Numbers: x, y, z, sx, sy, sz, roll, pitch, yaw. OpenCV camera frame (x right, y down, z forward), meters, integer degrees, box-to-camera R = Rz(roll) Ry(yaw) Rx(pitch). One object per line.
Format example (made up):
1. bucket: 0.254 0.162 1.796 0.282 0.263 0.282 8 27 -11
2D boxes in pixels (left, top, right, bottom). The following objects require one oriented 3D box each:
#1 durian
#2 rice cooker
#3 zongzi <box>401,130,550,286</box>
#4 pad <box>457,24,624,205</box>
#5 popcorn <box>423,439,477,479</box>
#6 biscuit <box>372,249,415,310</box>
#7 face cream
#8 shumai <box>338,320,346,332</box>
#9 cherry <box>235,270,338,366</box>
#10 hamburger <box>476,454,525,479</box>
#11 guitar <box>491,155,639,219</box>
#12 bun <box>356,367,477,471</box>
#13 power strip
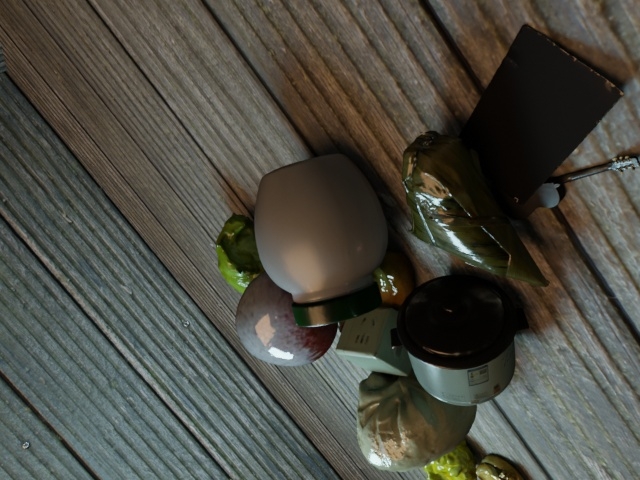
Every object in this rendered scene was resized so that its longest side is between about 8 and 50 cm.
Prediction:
1. durian: -0.227 0.090 1.620 0.255 0.204 0.340 26 144 13
2. rice cooker: 0.293 0.203 1.003 0.280 0.241 0.227 -11 130 15
3. zongzi: 0.265 -0.049 0.792 0.274 0.125 0.251 37 164 37
4. pad: 0.310 -0.177 0.717 0.163 0.004 0.243 46 149 17
5. popcorn: 0.433 0.738 1.568 0.197 0.155 0.198 16 124 25
6. biscuit: 0.137 0.105 1.248 0.274 0.091 0.213 -11 115 55
7. face cream: 0.000 0.000 1.085 0.312 0.219 0.357 -14 91 24
8. shumai: 0.137 0.282 1.437 0.201 0.120 0.201 34 146 27
9. cherry: -0.115 0.228 1.463 0.326 0.291 0.335 -10 128 23
10. hamburger: 0.557 0.736 1.455 0.138 0.083 0.147 48 154 -8
11. guitar: 0.376 -0.091 0.740 0.088 0.025 0.233 58 151 -9
12. bun: 0.238 0.428 1.264 0.359 0.359 0.211 -13 108 58
13. power strip: 0.170 0.259 1.211 0.139 0.140 0.224 35 155 -27
